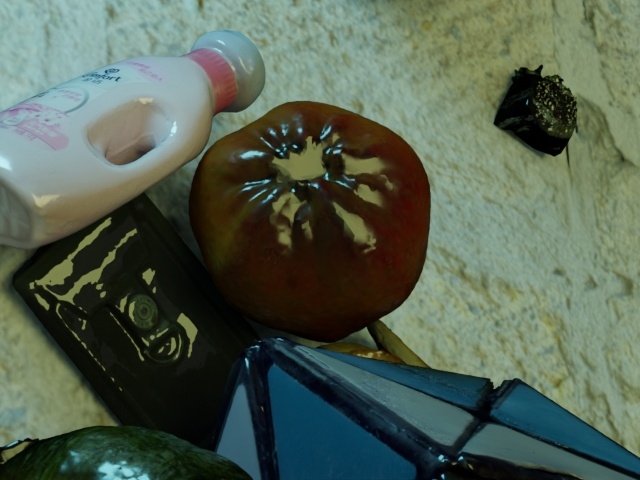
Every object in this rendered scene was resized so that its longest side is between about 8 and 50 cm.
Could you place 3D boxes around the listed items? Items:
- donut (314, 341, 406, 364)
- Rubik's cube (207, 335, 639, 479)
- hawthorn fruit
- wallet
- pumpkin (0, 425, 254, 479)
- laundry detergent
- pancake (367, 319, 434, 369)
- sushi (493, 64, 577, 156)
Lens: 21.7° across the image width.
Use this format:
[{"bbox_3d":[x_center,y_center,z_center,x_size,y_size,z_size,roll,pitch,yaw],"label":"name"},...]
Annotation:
[{"bbox_3d":[0.021,0.178,1.536,0.166,0.073,0.184,-24,118,-13],"label":"donut"},{"bbox_3d":[0.081,0.272,1.376,0.307,0.305,0.310,12,103,-33],"label":"Rubik's cube"},{"bbox_3d":[0.000,0.000,1.549,0.261,0.224,0.224,70,27,-58],"label":"hawthorn fruit"},{"bbox_3d":[-0.150,0.079,1.505,0.245,0.052,0.168,52,52,-12],"label":"wallet"},{"bbox_3d":[-0.158,0.291,1.247,0.192,0.320,0.320,16,62,-54],"label":"pumpkin"},{"bbox_3d":[-0.179,-0.102,1.499,0.159,0.087,0.335,29,41,27],"label":"laundry detergent"},{"bbox_3d":[0.094,0.136,1.613,0.028,0.158,0.158,-36,97,-7],"label":"pancake"},{"bbox_3d":[0.253,-0.152,1.901,0.083,0.056,0.084,34,56,-22],"label":"sushi"}]
